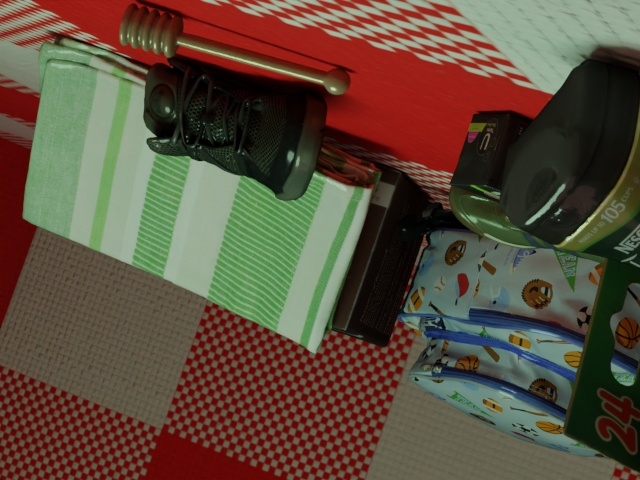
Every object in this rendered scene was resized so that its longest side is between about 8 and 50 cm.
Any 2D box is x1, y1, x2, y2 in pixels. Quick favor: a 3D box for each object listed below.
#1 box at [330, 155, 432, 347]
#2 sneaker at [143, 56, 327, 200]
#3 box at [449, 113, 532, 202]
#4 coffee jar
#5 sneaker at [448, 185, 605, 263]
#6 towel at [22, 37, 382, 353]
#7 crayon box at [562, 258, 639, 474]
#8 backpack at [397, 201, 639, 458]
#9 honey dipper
[{"bbox_3d":[0.000,0.000,1.764,0.168,0.167,0.203,19,177,16],"label":"box"},{"bbox_3d":[-0.072,-0.089,1.361,0.130,0.087,0.227,14,-176,-18],"label":"sneaker"},{"bbox_3d":[0.139,-0.046,1.125,0.083,0.052,0.062,19,177,-17],"label":"box"},{"bbox_3d":[0.187,-0.021,0.860,0.184,0.079,0.096,20,147,-10],"label":"coffee jar"},{"bbox_3d":[0.187,-0.021,1.254,0.192,0.064,0.086,19,170,8],"label":"sneaker"},{"bbox_3d":[-0.120,-0.038,1.588,0.325,0.038,0.248,23,135,7],"label":"towel"},{"bbox_3d":[0.304,0.090,0.951,0.318,0.202,0.081,26,133,-3],"label":"crayon box"},{"bbox_3d":[0.228,0.088,1.646,0.276,0.213,0.263,23,161,-28],"label":"backpack"},{"bbox_3d":[-0.057,-0.128,1.165,0.160,0.030,0.030,15,177,8],"label":"honey dipper"}]
